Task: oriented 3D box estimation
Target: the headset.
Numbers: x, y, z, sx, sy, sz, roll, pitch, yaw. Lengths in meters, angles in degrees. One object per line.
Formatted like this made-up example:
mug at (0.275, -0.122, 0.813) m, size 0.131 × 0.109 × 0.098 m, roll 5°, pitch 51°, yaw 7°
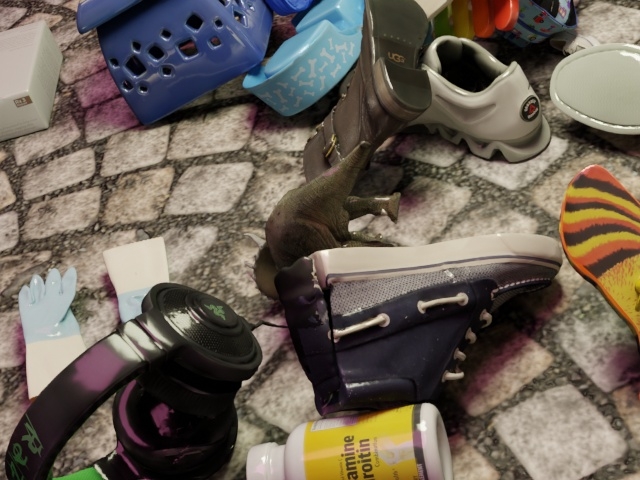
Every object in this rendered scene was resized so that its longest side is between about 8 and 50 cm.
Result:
headset at (-0.117, 0.160, 1.158) m, size 0.394 × 0.243 × 0.185 m, roll -29°, pitch 61°, yaw -38°

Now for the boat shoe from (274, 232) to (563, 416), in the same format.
boat shoe at (0.118, 0.087, 1.184) m, size 0.341 × 0.127 × 0.158 m, roll -5°, pitch 75°, yaw -28°

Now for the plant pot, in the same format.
plant pot at (-0.224, -0.352, 1.748) m, size 0.236 × 0.212 × 0.236 m, roll -25°, pitch 34°, yaw 22°

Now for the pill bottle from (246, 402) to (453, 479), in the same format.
pill bottle at (0.028, 0.218, 1.098) m, size 0.184 × 0.103 × 0.103 m, roll -12°, pitch 39°, yaw 12°

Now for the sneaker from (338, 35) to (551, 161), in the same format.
sneaker at (0.148, -0.214, 1.523) m, size 0.331 × 0.146 × 0.122 m, roll 17°, pitch 53°, yaw 39°

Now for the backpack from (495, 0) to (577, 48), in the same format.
backpack at (0.274, -0.337, 1.593) m, size 0.117 × 0.158 × 0.173 m, roll -42°, pitch 29°, yaw 32°

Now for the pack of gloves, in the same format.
pack of gloves at (-0.267, 0.103, 1.431) m, size 0.195 × 0.046 × 0.232 m, roll -13°, pitch 41°, yaw -9°

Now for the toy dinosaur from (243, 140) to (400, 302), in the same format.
toy dinosaur at (0.000, 0.000, 1.290) m, size 0.160 × 0.313 × 0.121 m, roll 3°, pitch 67°, yaw -6°

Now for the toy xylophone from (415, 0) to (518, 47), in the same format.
toy xylophone at (0.172, -0.369, 1.544) m, size 0.081 × 0.236 × 0.323 m, roll 3°, pitch -7°, yaw -22°

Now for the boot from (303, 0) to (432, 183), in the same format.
boot at (0.042, -0.181, 1.476) m, size 0.229 × 0.091 × 0.263 m, roll -48°, pitch 32°, yaw 43°

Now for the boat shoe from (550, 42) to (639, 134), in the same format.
boat shoe at (0.428, -0.171, 1.392) m, size 0.303 × 0.091 × 0.114 m, roll 15°, pitch 94°, yaw 35°

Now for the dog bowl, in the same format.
dog bowl at (0.004, -0.291, 1.691) m, size 0.166 × 0.074 × 0.297 m, roll -19°, pitch 29°, yaw 47°

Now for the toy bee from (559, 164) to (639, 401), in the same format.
toy bee at (0.326, 0.070, 1.098) m, size 0.298 × 0.195 × 0.162 m, roll 39°, pitch 91°, yaw 36°

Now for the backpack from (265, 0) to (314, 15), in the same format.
backpack at (-0.034, -0.403, 1.742) m, size 0.120 × 0.098 × 0.101 m, roll -46°, pitch 20°, yaw -20°

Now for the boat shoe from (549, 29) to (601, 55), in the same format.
boat shoe at (0.347, -0.261, 1.574) m, size 0.035 × 0.035 × 0.100 m, roll -35°, pitch 37°, yaw -7°

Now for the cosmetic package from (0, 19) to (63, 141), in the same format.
cosmetic package at (-0.505, -0.264, 1.919) m, size 0.117 × 0.085 × 0.231 m, roll -14°, pitch 41°, yaw 9°
